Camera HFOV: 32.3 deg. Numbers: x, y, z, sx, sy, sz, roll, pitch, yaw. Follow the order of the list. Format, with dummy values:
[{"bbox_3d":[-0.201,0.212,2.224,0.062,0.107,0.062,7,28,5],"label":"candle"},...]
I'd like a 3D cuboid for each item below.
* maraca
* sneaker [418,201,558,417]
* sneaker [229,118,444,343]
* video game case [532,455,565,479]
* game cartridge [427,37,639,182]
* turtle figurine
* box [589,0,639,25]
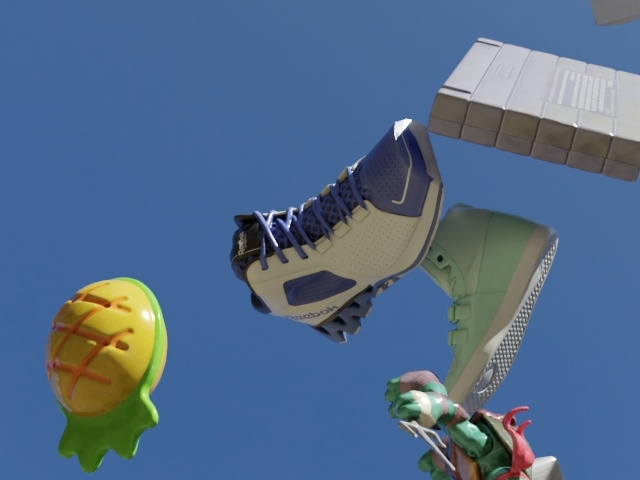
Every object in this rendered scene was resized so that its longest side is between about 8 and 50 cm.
[{"bbox_3d":[-0.194,0.117,1.002,0.127,0.185,0.099,-24,-36,23],"label":"maraca"},{"bbox_3d":[0.160,0.080,1.294,0.151,0.094,0.256,22,-95,27],"label":"sneaker"},{"bbox_3d":[-0.001,0.001,1.267,0.182,0.127,0.315,9,-45,-25],"label":"sneaker"},{"bbox_3d":[0.139,0.390,0.964,0.300,0.036,0.329,-13,-97,-29],"label":"video game case"},{"bbox_3d":[0.264,-0.156,1.277,0.230,0.355,0.068,19,-67,9],"label":"game cartridge"},{"bbox_3d":[0.121,0.193,0.935,0.118,0.234,0.175,-12,-79,-5],"label":"turtle figurine"},{"bbox_3d":[0.204,-0.248,0.577,0.149,0.127,0.232,-20,-82,-11],"label":"box"}]
